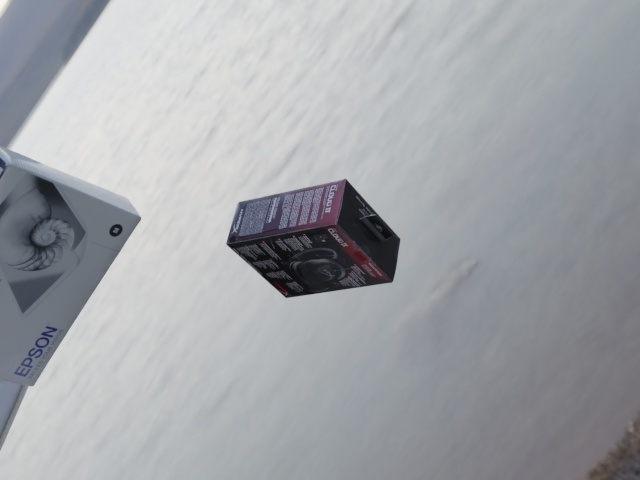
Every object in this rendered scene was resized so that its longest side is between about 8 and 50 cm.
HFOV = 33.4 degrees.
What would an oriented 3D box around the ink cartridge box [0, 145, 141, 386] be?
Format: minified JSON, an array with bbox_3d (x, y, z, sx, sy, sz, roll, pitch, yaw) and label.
[{"bbox_3d":[-0.317,0.022,1.018,0.223,0.224,0.045,-56,44,11],"label":"ink cartridge box"}]

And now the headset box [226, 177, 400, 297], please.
[{"bbox_3d":[0.000,0.000,0.596,0.083,0.062,0.032,-12,51,33],"label":"headset box"}]

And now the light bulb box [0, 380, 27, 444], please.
[{"bbox_3d":[-0.597,0.144,1.574,0.225,0.357,0.361,138,152,-64],"label":"light bulb box"}]
